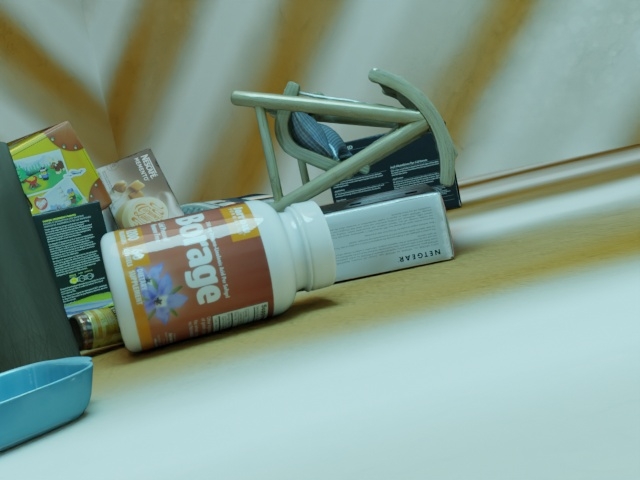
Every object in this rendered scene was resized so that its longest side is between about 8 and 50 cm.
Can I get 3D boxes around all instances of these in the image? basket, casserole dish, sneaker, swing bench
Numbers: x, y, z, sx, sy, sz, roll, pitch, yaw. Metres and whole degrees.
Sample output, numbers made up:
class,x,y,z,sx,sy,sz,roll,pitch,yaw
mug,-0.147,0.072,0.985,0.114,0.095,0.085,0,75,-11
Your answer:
class,x,y,z,sx,sy,sz,roll,pitch,yaw
basket,-0.339,0.029,0.743,0.204,0.227,0.154,-9,6,42
casserole dish,-0.241,0.124,0.529,0.114,0.037,0.188,-7,8,44
sneaker,-0.212,-0.039,1.810,0.321,0.126,0.127,-4,9,10
swing bench,0.045,-0.134,1.030,0.254,0.165,0.253,-11,5,8

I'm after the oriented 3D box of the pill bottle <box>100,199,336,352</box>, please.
class,x,y,z,sx,sy,sz,roll,pitch,yaw
pill bottle,-0.100,0.027,0.773,0.216,0.121,0.121,-14,5,-15

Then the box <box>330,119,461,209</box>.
class,x,y,z,sx,sy,sz,roll,pitch,yaw
box,0.153,-0.138,1.644,0.261,0.184,0.103,-11,6,12

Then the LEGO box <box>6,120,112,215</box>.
class,x,y,z,sx,sy,sz,roll,pitch,yaw
LEGO box,-0.714,-0.007,1.463,0.372,0.193,0.500,-9,25,39

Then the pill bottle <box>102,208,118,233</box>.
class,x,y,z,sx,sy,sz,roll,pitch,yaw
pill bottle,-0.544,0.007,1.838,0.301,0.169,0.169,-11,5,11

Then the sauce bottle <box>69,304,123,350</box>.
class,x,y,z,sx,sy,sz,roll,pitch,yaw
sauce bottle,-0.201,0.085,0.827,0.128,0.042,0.042,-13,4,-41

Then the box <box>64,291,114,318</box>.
class,x,y,z,sx,sy,sz,roll,pitch,yaw
box,-0.274,0.093,0.920,0.109,0.043,0.178,-12,5,15

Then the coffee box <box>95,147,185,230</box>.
class,x,y,z,sx,sy,sz,roll,pitch,yaw
coffee box,-0.387,-0.067,1.707,0.141,0.247,0.098,-23,-31,-13

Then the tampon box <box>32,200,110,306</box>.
class,x,y,z,sx,sy,sz,roll,pitch,yaw
tampon box,-0.351,0.037,1.064,0.101,0.161,0.120,-16,5,-34

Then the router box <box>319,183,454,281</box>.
class,x,y,z,sx,sy,sz,roll,pitch,yaw
router box,0.000,0.000,1.059,0.335,0.082,0.301,-12,5,7
